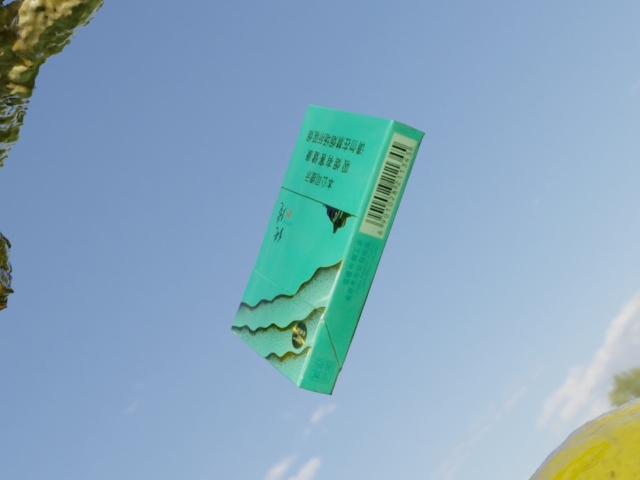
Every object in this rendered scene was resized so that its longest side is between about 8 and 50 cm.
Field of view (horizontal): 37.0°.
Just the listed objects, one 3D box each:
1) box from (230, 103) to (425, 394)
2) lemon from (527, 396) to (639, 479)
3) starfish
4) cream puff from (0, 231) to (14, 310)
[{"bbox_3d":[0.000,0.000,0.826,0.042,0.161,0.226,18,-86,-27],"label":"box"},{"bbox_3d":[0.271,0.219,0.611,0.316,0.285,0.285,-49,-24,-2],"label":"lemon"},{"bbox_3d":[-0.374,-0.171,0.842,0.324,0.082,0.432,25,-35,-30],"label":"starfish"},{"bbox_3d":[-0.371,0.037,1.019,0.094,0.116,0.122,26,-62,-40],"label":"cream puff"}]
